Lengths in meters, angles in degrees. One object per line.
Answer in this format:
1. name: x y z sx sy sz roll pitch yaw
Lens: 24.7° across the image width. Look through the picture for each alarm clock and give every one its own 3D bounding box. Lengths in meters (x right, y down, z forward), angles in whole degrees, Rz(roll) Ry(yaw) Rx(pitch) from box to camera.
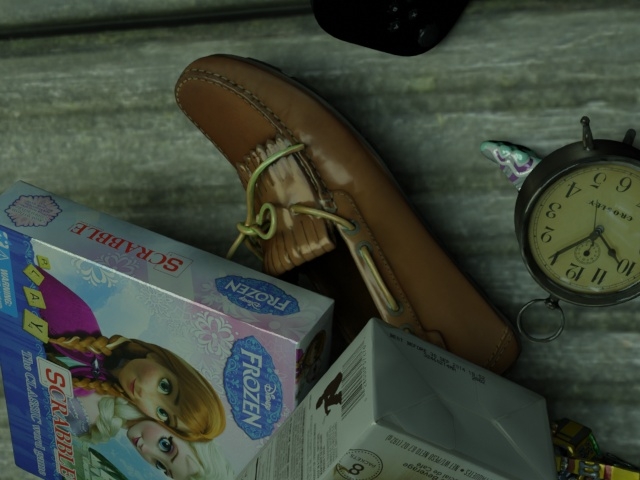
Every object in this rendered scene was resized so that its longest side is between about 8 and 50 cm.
1. alarm clock: 0.212 0.001 1.178 0.129 0.064 0.192 23 108 -9

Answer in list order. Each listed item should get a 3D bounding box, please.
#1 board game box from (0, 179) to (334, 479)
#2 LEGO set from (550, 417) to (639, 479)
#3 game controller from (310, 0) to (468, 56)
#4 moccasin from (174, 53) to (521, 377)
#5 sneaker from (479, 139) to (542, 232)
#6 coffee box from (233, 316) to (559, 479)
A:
1. board game box: -0.144 0.135 1.301 0.318 0.066 0.319 19 132 21
2. LEGO set: 0.243 0.303 1.151 0.331 0.192 0.255 33 109 17
3. game controller: 0.108 -0.292 1.148 0.067 0.166 0.319 40 112 28
4. moccasin: -0.001 0.001 1.241 0.380 0.147 0.139 53 156 3
5. sneaker: 0.170 -0.040 1.222 0.098 0.038 0.069 24 106 20
6. coffee box: 0.032 0.222 1.163 0.168 0.119 0.297 25 125 -18
